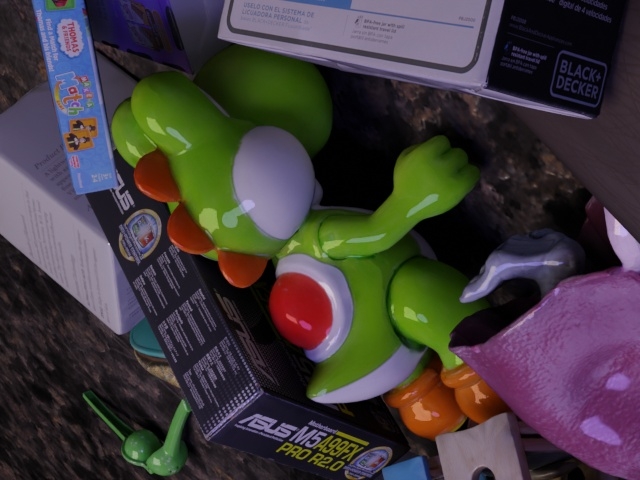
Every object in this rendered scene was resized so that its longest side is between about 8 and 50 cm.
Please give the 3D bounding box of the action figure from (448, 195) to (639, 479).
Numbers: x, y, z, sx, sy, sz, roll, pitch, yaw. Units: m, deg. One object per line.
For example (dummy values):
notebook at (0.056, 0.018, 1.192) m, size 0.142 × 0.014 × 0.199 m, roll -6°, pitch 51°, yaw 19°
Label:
action figure at (0.255, 0.127, 0.863) m, size 0.370 × 0.248 × 0.276 m, roll 47°, pitch 129°, yaw 7°

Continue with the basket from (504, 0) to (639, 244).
basket at (0.161, -0.107, 0.656) m, size 0.227 × 0.154 × 0.204 m, roll 43°, pitch 121°, yaw 39°

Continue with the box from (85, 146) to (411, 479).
box at (-0.060, 0.061, 1.101) m, size 0.216 × 0.060 × 0.270 m, roll 31°, pitch -158°, yaw -51°

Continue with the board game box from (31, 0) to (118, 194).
board game box at (-0.189, -0.164, 1.004) m, size 0.211 × 0.039 × 0.160 m, roll 90°, pitch 166°, yaw -48°

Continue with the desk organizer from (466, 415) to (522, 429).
desk organizer at (0.154, 0.183, 1.175) m, size 0.050 × 0.047 × 0.130 m, roll 38°, pitch 150°, yaw 25°

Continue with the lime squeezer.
lime squeezer at (-0.232, 0.255, 1.790) m, size 0.310 × 0.059 × 0.110 m, roll -6°, pitch 121°, yaw 58°

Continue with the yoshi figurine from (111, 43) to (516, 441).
yoshi figurine at (0.017, -0.022, 1.042) m, size 0.362 × 0.203 × 0.203 m, roll 41°, pitch -168°, yaw -13°

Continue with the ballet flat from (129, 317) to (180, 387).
ballet flat at (-0.055, 0.118, 1.337) m, size 0.348 × 0.123 × 0.123 m, roll 6°, pitch 130°, yaw 51°

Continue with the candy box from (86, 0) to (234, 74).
candy box at (-0.166, -0.237, 1.084) m, size 0.196 × 0.070 × 0.165 m, roll 23°, pitch 143°, yaw 38°

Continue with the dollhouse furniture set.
dollhouse furniture set at (0.116, 0.214, 1.015) m, size 0.183 × 0.129 × 0.129 m, roll -26°, pitch 67°, yaw 37°

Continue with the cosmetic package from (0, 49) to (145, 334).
cosmetic package at (-0.200, -0.046, 1.279) m, size 0.183 × 0.151 × 0.151 m, roll 38°, pitch 150°, yaw 22°

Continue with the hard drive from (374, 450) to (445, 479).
hard drive at (0.174, 0.327, 1.240) m, size 0.237 × 0.064 × 0.339 m, roll 19°, pitch 151°, yaw 42°

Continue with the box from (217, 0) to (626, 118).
box at (0.066, -0.212, 0.599) m, size 0.169 × 0.087 × 0.290 m, roll 19°, pitch 98°, yaw 44°
